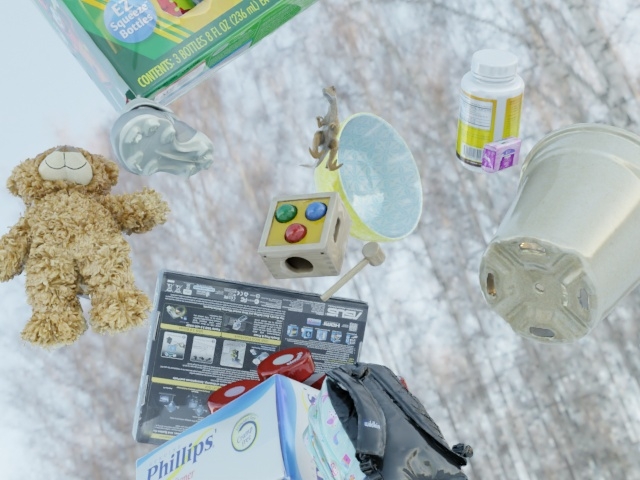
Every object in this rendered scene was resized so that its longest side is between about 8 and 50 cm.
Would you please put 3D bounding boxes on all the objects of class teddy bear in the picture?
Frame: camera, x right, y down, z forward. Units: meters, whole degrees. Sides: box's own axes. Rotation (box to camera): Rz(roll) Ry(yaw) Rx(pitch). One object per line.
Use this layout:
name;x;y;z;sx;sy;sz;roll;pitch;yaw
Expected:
teddy bear;-0.328;-0.003;1.555;0.245;0.338;0.113;-4;-34;11

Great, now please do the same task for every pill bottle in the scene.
pill bottle;0.317;-0.243;2.178;0.117;0.117;0.215;-10;-57;-17

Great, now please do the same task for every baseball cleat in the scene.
baseball cleat;-0.192;-0.115;1.263;0.072;0.109;0.206;-54;-18;4

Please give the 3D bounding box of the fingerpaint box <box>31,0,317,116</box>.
fingerpaint box;-0.179;-0.430;1.540;0.444;0.371;0.163;-37;-1;-16

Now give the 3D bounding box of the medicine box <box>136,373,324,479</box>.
medicine box;-0.044;0.326;1.496;0.263;0.149;0.289;-35;-43;29

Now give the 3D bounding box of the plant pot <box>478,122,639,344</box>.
plant pot;0.440;0.012;2.036;0.305;0.334;0.334;-44;-3;-43

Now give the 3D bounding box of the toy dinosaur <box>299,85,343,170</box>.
toy dinosaur;0.009;-0.163;1.982;0.064;0.112;0.211;12;-47;-6

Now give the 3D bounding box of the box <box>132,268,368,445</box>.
box;-0.128;0.237;2.163;0.394;0.318;0.097;9;-1;-13

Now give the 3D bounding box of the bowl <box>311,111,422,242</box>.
bowl;0.076;-0.118;2.543;0.156;0.290;0.289;-21;-21;39

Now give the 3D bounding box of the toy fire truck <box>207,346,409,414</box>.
toy fire truck;-0.026;0.302;1.943;0.253;0.169;0.302;-4;19;43

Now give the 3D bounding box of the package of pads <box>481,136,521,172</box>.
package of pads;0.318;-0.151;2.051;0.083;0.032;0.050;-20;-59;-45

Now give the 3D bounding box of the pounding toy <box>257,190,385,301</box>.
pounding toy;0.004;0.007;2.008;0.206;0.181;0.094;-4;-40;23

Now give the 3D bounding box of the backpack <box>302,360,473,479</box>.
backpack;0.056;0.218;1.259;0.152;0.182;0.115;5;-55;-38
